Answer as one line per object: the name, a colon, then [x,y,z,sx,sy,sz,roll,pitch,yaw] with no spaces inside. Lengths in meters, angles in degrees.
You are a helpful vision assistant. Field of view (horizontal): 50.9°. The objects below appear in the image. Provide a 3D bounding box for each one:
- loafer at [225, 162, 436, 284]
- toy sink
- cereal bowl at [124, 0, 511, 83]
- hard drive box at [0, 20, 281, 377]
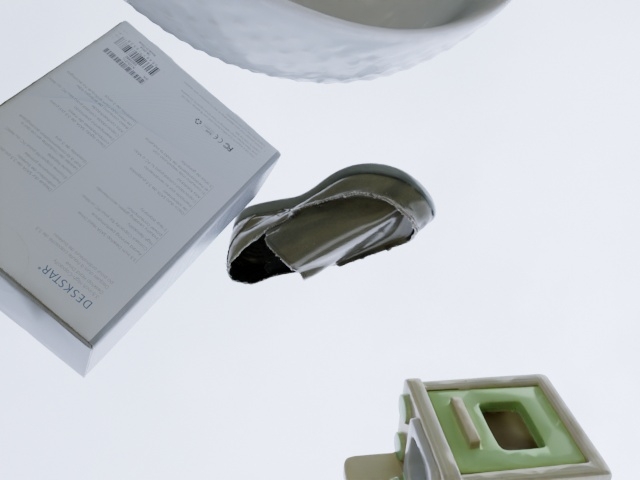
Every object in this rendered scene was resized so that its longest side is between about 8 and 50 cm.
loafer: [0.000,0.000,0.658,0.251,0.094,0.087,-17,-142,42]
toy sink: [0.151,0.237,0.709,0.234,0.131,0.153,-2,-152,-8]
cereal bowl: [-0.029,-0.248,0.424,0.141,0.339,0.339,-25,-131,58]
hard drive box: [-0.176,-0.041,0.547,0.181,0.089,0.232,41,-123,-1]
